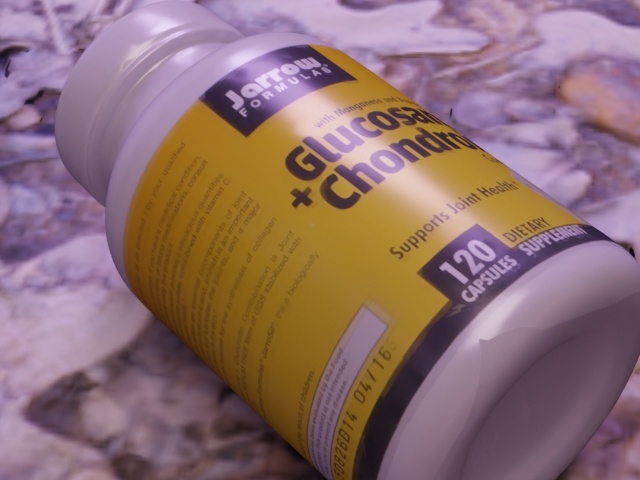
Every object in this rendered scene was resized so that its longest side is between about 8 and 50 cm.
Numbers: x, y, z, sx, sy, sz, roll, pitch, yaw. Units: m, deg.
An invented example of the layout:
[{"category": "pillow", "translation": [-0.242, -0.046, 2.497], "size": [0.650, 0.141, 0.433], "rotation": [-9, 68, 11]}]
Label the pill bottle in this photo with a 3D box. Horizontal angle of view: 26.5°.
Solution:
[{"category": "pill bottle", "translation": [0.000, 0.000, 0.415], "size": [0.103, 0.103, 0.184], "rotation": [-36, 55, -23]}]
